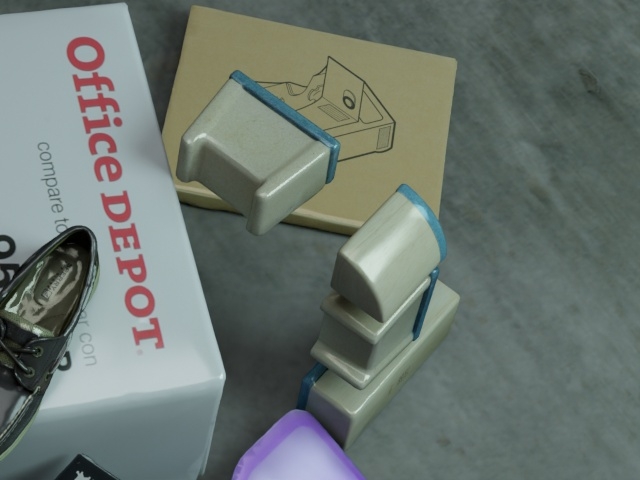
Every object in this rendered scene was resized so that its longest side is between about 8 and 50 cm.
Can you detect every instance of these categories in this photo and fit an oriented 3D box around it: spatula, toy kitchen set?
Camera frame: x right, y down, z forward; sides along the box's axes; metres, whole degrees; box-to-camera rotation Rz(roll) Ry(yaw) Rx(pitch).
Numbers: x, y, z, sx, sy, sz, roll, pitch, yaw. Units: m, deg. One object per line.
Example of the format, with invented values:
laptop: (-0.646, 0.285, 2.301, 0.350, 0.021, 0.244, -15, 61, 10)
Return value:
spatula: (0.065, 0.228, 1.194, 0.296, 0.030, 0.084, 41, 62, 14)
toy kitchen set: (0.000, 0.000, 1.218, 0.166, 0.207, 0.122, 36, 59, 15)

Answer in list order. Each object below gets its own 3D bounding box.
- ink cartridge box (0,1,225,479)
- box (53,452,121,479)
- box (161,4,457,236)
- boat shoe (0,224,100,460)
ink cartridge box: (-0.282, 0.028, 1.170, 0.395, 0.166, 0.285, -8, 62, -16)
box: (-0.142, 0.272, 1.044, 0.184, 0.103, 0.261, 30, 63, 28)
box: (-0.009, -0.082, 1.375, 0.201, 0.021, 0.164, 11, 58, -3)
boat shoe: (-0.166, 0.054, 1.052, 0.056, 0.049, 0.152, 23, 61, 0)
